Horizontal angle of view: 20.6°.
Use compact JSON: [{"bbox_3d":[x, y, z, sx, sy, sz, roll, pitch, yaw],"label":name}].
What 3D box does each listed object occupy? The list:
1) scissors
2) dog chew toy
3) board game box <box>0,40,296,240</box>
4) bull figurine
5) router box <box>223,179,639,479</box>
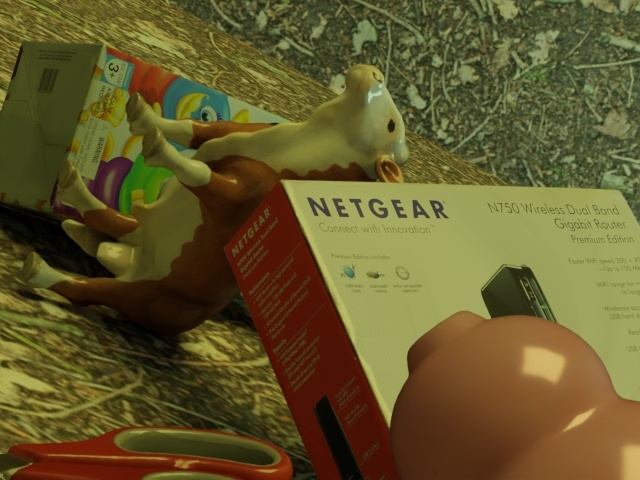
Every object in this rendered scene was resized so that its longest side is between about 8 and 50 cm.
[{"bbox_3d":[-0.161,0.114,0.888,0.297,0.021,0.109,5,19,-4],"label":"scissors"},{"bbox_3d":[0.159,0.182,0.952,0.332,0.206,0.206,55,18,12],"label":"dog chew toy"},{"bbox_3d":[-0.128,-0.058,1.507,0.275,0.142,0.144,20,-5,-36],"label":"board game box"},{"bbox_3d":[-0.077,-0.028,1.289,0.188,0.310,0.101,22,44,-28],"label":"bull figurine"},{"bbox_3d":[0.133,0.104,1.201,0.335,0.082,0.301,-1,55,-39],"label":"router box"}]
